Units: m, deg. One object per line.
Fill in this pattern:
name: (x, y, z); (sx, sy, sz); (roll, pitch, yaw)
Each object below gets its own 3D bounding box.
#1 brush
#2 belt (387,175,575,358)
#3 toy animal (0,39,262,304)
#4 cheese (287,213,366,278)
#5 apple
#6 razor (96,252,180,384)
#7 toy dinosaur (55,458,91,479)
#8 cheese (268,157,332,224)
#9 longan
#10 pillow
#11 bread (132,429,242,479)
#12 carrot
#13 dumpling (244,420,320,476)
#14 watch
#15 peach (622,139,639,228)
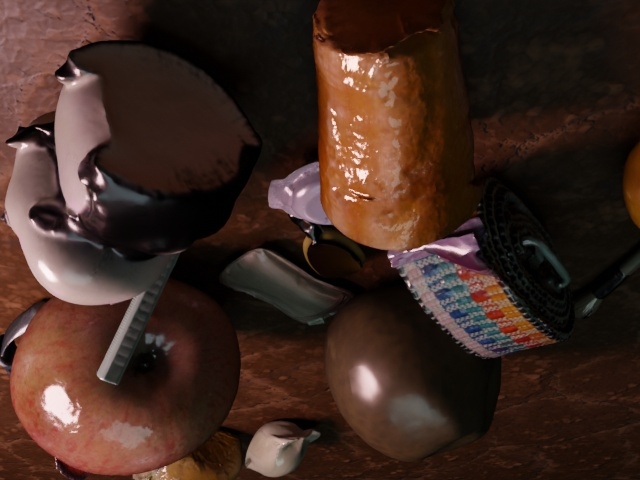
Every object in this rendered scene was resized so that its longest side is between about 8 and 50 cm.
brush: (0.484, 0.041, 1.123); (0.042, 0.039, 0.299); (-30, 160, -36)
belt: (0.239, 0.031, 0.978); (0.161, 0.206, 0.295); (-22, 131, 33)
toy animal: (-0.235, -0.054, 0.837); (0.251, 0.250, 0.310); (22, 144, -26)
cheese: (0.000, 0.001, 1.075); (0.086, 0.036, 0.162); (-15, 141, 24)
apple: (-0.290, 0.195, 1.111); (0.345, 0.344, 0.269); (14, 143, -18)
razor: (-0.232, 0.061, 0.982); (0.111, 0.277, 0.056); (28, 166, -32)
toy dinosaur: (-0.589, 0.465, 1.629); (0.070, 0.138, 0.286); (-25, 137, 29)
cheese: (0.052, -0.069, 0.964); (0.245, 0.052, 0.135); (-4, 147, -10)
longan: (0.153, 0.212, 1.158); (0.289, 0.288, 0.350); (-20, 152, 25)
pillow: (-0.053, 0.080, 1.181); (0.131, 0.038, 0.233); (-29, 135, 35)
bread: (-0.326, 0.531, 1.686); (0.246, 0.176, 0.195); (26, 135, -31)
carrot: (0.080, -0.135, 0.764); (0.196, 0.195, 0.254); (-4, 143, 7)
dumpling: (-0.087, 0.478, 1.679); (0.151, 0.124, 0.229); (-17, 169, -45)
watch: (-0.472, 0.200, 1.293); (0.206, 0.068, 0.193); (16, 124, -23)
peach: (0.502, -0.081, 0.867); (0.251, 0.153, 0.251); (6, 147, 4)
